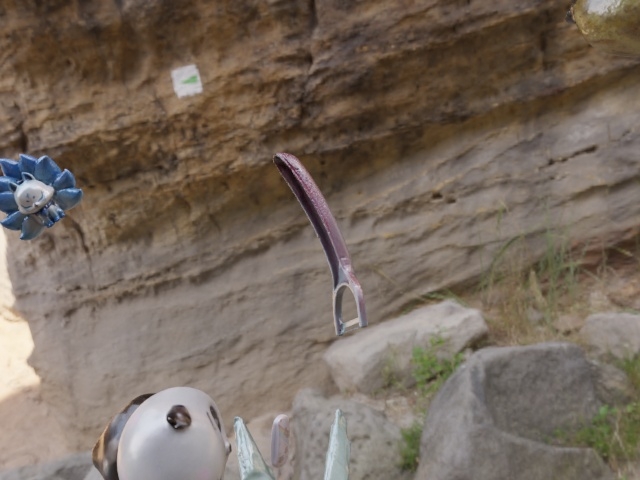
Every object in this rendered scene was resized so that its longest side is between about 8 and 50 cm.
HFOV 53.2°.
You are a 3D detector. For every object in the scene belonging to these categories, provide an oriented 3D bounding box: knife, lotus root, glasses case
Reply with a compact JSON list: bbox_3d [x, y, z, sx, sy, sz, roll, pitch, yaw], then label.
[{"bbox_3d":[0.002,-0.001,0.921,0.053,0.278,0.123,-18,-9,-25],"label":"knife"},{"bbox_3d":[0.407,-0.288,0.776,0.138,0.138,0.214,-20,28,-37],"label":"lotus root"},{"bbox_3d":[-0.063,0.316,1.007,0.021,0.083,0.032,5,4,29],"label":"glasses case"}]

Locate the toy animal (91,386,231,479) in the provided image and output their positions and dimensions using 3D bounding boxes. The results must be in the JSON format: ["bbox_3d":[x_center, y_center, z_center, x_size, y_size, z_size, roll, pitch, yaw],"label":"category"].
[{"bbox_3d":[-0.225,0.315,0.942,0.165,0.187,0.235,0,-15,-34],"label":"toy animal"}]

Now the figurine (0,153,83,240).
[{"bbox_3d":[-0.375,-0.065,0.823,0.114,0.114,0.079,-12,18,-6],"label":"figurine"}]

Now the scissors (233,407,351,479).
[{"bbox_3d":[0.006,0.292,0.412,0.256,0.383,0.029,9,-39,-22],"label":"scissors"}]
